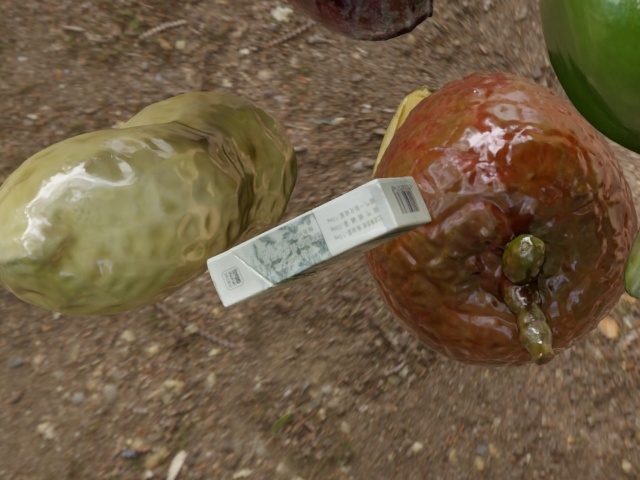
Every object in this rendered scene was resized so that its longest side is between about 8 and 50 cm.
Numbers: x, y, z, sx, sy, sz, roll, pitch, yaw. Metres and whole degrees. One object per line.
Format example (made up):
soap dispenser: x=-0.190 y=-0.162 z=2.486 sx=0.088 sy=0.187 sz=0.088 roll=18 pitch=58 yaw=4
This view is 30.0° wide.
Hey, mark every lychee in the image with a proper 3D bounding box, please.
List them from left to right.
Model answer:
lychee: x=0.151 y=-0.011 z=1.035 sx=0.255 sy=0.300 sz=0.255 roll=5 pitch=123 yaw=8

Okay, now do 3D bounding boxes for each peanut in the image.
peanut: x=-0.085 y=-0.023 z=0.630 sx=0.103 sy=0.229 sz=0.098 roll=-41 pitch=87 yaw=25

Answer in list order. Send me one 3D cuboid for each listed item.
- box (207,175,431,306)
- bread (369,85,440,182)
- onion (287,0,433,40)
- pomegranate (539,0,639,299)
box: x=0.000 y=0.000 z=0.502 sx=0.083 sy=0.054 sz=0.024 roll=-25 pitch=87 yaw=20
bread: x=0.144 y=-0.091 z=1.504 sx=0.132 sy=0.114 sz=0.190 roll=33 pitch=103 yaw=46
onion: x=-0.004 y=-0.216 z=0.722 sx=0.098 sy=0.151 sz=0.205 roll=-18 pitch=102 yaw=0
pomegranate: x=0.269 y=-0.124 z=0.715 sx=0.310 sy=0.216 sz=0.358 roll=16 pitch=87 yaw=20
